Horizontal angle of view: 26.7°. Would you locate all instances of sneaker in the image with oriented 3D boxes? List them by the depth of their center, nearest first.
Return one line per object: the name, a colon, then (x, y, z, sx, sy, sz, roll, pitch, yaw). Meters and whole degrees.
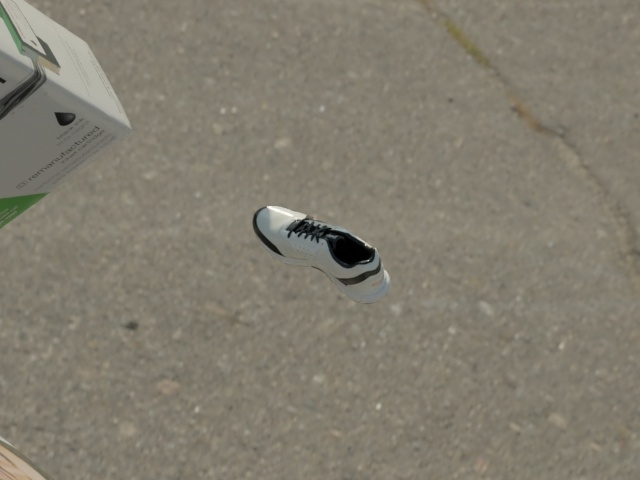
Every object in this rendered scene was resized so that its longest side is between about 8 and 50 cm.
sneaker: (0.000, 0.000, 0.910, 0.109, 0.044, 0.040, 26, 63, 23)

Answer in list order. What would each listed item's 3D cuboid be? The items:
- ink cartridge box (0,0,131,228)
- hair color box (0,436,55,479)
ink cartridge box: (-0.252, -0.091, 0.889, 0.093, 0.160, 0.219, 59, 11, 20)
hair color box: (-0.320, 0.232, 1.154, 0.185, 0.374, 0.114, 35, 82, 18)
